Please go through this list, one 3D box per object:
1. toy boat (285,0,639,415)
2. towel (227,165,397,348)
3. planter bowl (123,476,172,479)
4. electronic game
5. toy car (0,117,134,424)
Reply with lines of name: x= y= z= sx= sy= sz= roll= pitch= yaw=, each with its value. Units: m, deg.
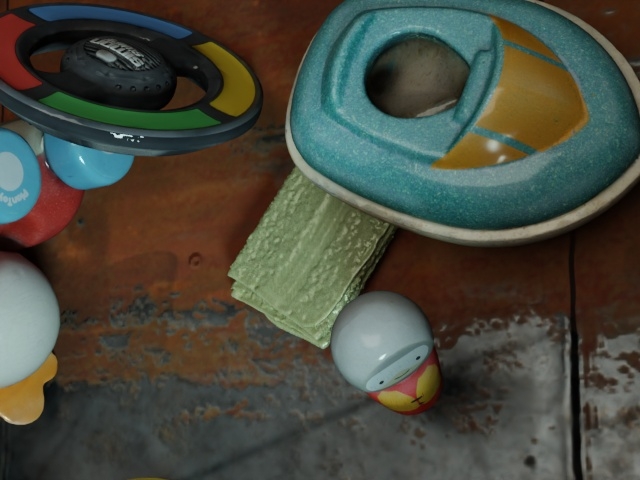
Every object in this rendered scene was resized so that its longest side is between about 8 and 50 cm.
toy boat: x=0.085 y=-0.036 z=1.057 sx=0.267 sy=0.148 sz=0.318 roll=11 pitch=73 yaw=18
towel: x=0.000 y=0.000 z=1.181 sx=0.110 sy=0.027 sz=0.148 roll=31 pitch=91 yaw=30
planter bowl: x=-0.159 y=0.281 z=1.145 sx=0.217 sy=0.090 sz=0.217 roll=-7 pitch=74 yaw=25
electronic game: x=-0.157 y=-0.130 z=1.194 sx=0.229 sy=0.229 sz=0.048 roll=34 pitch=124 yaw=29
toy car: x=-0.261 y=0.028 z=1.242 sx=0.219 sy=0.210 sz=0.238 roll=-9 pitch=101 yaw=37
